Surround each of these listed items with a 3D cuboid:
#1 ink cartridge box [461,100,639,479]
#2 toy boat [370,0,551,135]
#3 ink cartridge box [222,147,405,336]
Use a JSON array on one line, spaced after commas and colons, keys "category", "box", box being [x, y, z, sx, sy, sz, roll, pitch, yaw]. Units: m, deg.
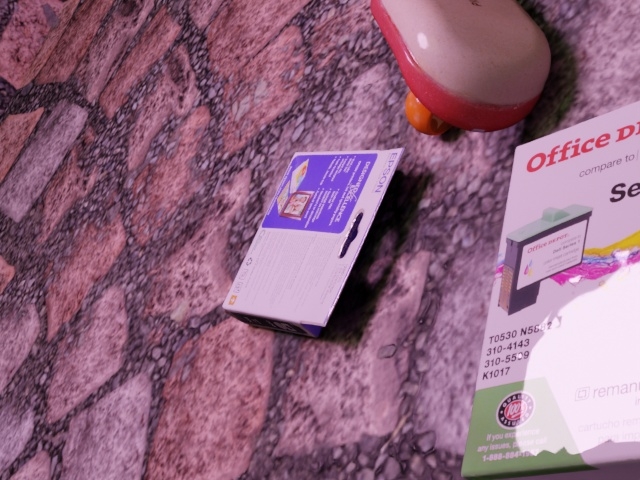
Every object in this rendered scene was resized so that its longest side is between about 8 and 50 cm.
[{"category": "ink cartridge box", "box": [0.225, 0.043, 0.745, 0.201, 0.117, 0.278, -19, 47, 45]}, {"category": "toy boat", "box": [0.128, -0.173, 1.088, 0.231, 0.151, 0.151, -107, 27, -53]}, {"category": "ink cartridge box", "box": [0.000, 0.000, 1.165, 0.208, 0.045, 0.206, 4, 65, 56]}]
